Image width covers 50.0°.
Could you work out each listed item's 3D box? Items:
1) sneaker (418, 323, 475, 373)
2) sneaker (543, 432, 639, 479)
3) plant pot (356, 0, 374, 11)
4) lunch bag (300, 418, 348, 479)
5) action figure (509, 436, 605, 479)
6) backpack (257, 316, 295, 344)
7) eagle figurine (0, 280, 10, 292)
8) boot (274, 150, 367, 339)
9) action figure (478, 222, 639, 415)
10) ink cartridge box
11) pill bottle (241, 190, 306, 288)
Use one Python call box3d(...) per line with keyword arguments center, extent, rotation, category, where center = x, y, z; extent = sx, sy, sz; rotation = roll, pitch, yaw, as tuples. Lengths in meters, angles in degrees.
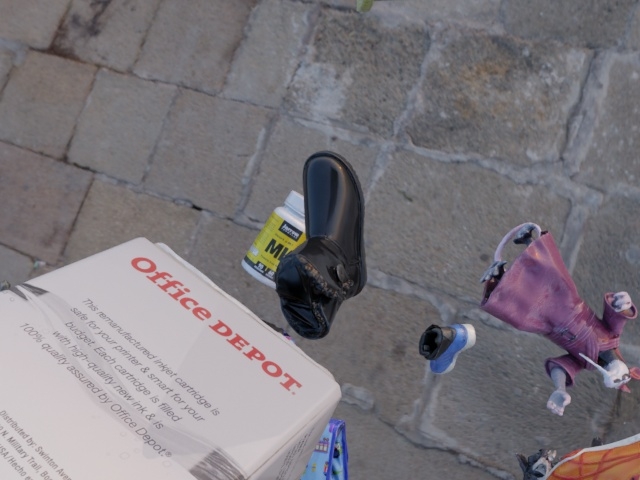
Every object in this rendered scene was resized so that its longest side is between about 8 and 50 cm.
box3d(center=(0.204, 0.193, 1.214), extent=(0.085, 0.152, 0.058), rotation=(2, 59, -17), category="sneaker")
box3d(center=(0.275, 0.227, 0.638), extent=(0.064, 0.067, 0.175), rotation=(46, 120, -8), category="sneaker")
box3d(center=(0.173, -0.300, 0.529), extent=(0.254, 0.276, 0.276), rotation=(8, 79, -2), category="plant pot")
box3d(center=(-0.047, 0.579, 1.780), extent=(0.221, 0.138, 0.293), rotation=(0, 87, 33), category="lunch bag")
box3d(center=(0.546, 0.545, 1.562), extent=(0.276, 0.141, 0.164), rotation=(-36, 93, 37), category="action figure")
box3d(center=(-0.143, 0.222, 1.184), extent=(0.173, 0.117, 0.158), rotation=(-25, 49, 45), category="backpack")
box3d(center=(-0.380, 0.203, 0.708), extent=(0.226, 0.225, 0.298), rotation=(7, 59, -6), category="eagle figurine")
box3d(center=(0.000, 0.000, 1.009), extent=(0.094, 0.207, 0.246), rotation=(-5, 102, 20), category="boot")
box3d(center=(0.474, 0.165, 1.356), extent=(0.370, 0.276, 0.248), rotation=(45, 99, 0), category="action figure")
box3d(center=(-0.146, 0.127, 0.404), extent=(0.197, 0.273, 0.114), rotation=(35, 124, 20), category="ink cartridge box")
box3d(center=(-0.079, -0.002, 1.569), extent=(0.119, 0.119, 0.208), rotation=(35, 96, 27), category="pill bottle")
